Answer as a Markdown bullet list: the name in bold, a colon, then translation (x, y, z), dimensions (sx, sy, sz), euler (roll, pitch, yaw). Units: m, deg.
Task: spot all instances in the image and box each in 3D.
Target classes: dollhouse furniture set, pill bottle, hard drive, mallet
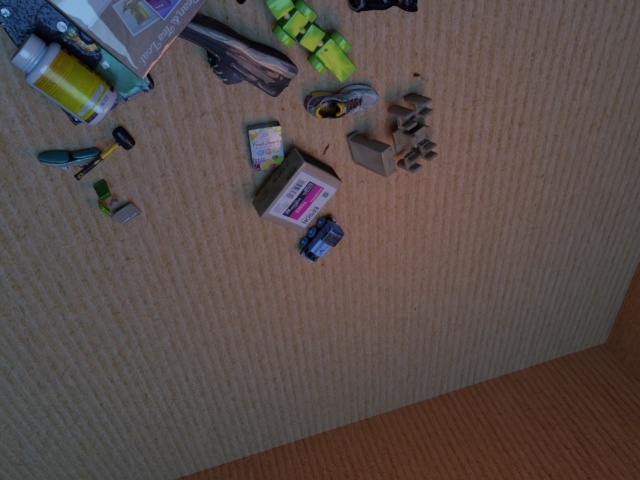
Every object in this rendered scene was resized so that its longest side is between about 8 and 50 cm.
- **dollhouse furniture set**: translation (0.236, -0.329, 1.663), dimensions (0.242, 0.161, 0.212), euler (-37, 134, -20)
- **pill bottle**: translation (-0.600, -0.377, 1.211), dimensions (0.117, 0.117, 0.215), euler (-41, 130, 13)
- **hard drive**: translation (-0.594, -0.478, 1.254), dimensions (0.236, 0.064, 0.339), euler (-25, 130, 0)
- **dollhouse furniture set**: translation (-0.619, -0.113, 1.553), dimensions (0.076, 0.059, 0.152), euler (-35, 150, -2)
- **mallet**: translation (-0.601, -0.240, 1.411), dimensions (0.189, 0.039, 0.062), euler (-40, 132, -19)

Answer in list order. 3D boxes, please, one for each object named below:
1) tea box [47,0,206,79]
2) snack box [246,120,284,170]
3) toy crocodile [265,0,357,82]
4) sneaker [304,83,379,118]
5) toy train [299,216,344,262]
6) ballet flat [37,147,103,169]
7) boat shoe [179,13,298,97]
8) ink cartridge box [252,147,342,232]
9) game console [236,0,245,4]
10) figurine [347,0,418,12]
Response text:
- **tea box**: translation (-0.382, -0.552, 1.054), dimensions (0.329, 0.323, 0.220), euler (-51, 132, 0)
- **snack box**: translation (-0.166, -0.287, 1.578), dimensions (0.100, 0.037, 0.141), euler (-13, 130, -13)
- **toy crocodile**: translation (-0.025, -0.553, 1.395), dimensions (0.340, 0.105, 0.115), euler (29, 116, -39)
- **sneaker**: translation (0.071, -0.403, 1.543), dimensions (0.225, 0.093, 0.088), euler (-15, 130, -10)
- **toy train**: translation (0.000, 0.000, 1.819), dimensions (0.080, 0.105, 0.184), euler (28, 112, -34)
- **ballet flat**: translation (-0.688, -0.218, 1.427), dimensions (0.168, 0.057, 0.052), euler (-7, 138, -15)
- **boat shoe**: translation (-0.230, -0.472, 1.352), dimensions (0.355, 0.132, 0.130), euler (17, 118, -29)
- **ink cartridge box**: translation (-0.073, -0.155, 1.661), dimensions (0.193, 0.088, 0.235), euler (20, 118, -44)
- **game console**: translation (-0.197, -0.665, 1.253), dimensions (0.122, 0.071, 0.107), euler (-43, 129, 14)
- **figurine**: translation (0.192, -0.715, 1.361), dimensions (0.209, 0.092, 0.215), euler (-9, 128, -24)
